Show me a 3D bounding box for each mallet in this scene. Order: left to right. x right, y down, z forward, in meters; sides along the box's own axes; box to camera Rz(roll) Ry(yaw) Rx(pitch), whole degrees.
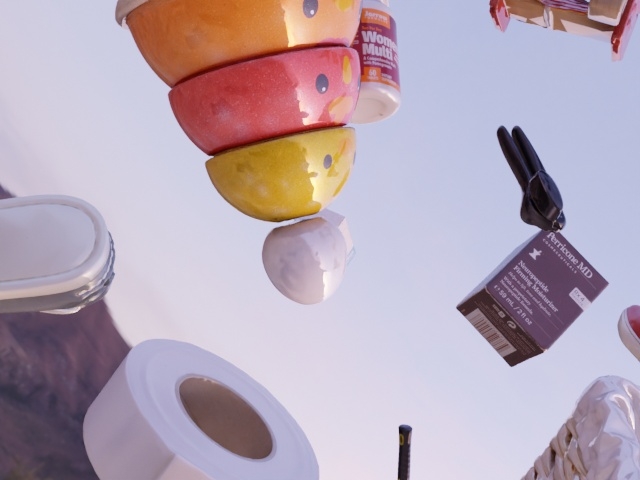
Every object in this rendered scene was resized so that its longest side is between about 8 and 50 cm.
[{"bbox_3d":[0.090,0.305,1.082,0.062,0.039,0.190,2,-85,57],"label":"mallet"}]

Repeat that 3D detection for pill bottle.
[{"bbox_3d":[0.065,-0.310,1.496,0.121,0.121,0.221,110,-21,-70],"label":"pill bottle"}]

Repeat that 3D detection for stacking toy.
[{"bbox_3d":[-0.055,-0.149,1.265,0.350,0.350,0.480,178,-103,-70],"label":"stacking toy"}]

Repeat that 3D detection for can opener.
[{"bbox_3d":[0.290,-0.088,1.267,0.073,0.059,0.186,-57,-145,40],"label":"can opener"}]

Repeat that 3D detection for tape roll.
[{"bbox_3d":[-0.141,0.249,1.131,0.286,0.100,0.286,36,15,-11],"label":"tape roll"}]

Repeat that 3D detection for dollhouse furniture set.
[{"bbox_3d":[0.333,-0.383,1.235,0.201,0.152,0.374,20,-1,18],"label":"dollhouse furniture set"}]

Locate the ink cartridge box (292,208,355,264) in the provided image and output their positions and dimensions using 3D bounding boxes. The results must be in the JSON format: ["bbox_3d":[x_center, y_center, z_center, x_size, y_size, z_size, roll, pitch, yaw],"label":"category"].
[{"bbox_3d":[0.000,0.000,1.843,0.092,0.090,0.143,24,-28,28],"label":"ink cartridge box"}]

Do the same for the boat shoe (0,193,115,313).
[{"bbox_3d":[-0.329,0.026,0.770,0.099,0.319,0.116,91,-5,-66],"label":"boat shoe"}]

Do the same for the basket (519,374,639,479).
[{"bbox_3d":[0.293,0.336,0.690,0.328,0.331,0.266,23,-55,-12],"label":"basket"}]

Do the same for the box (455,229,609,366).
[{"bbox_3d":[0.408,0.109,1.806,0.168,0.203,0.167,47,-21,6],"label":"box"}]

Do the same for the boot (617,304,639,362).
[{"bbox_3d":[0.522,0.113,1.322,0.088,0.176,0.244,25,18,-10],"label":"boot"}]
